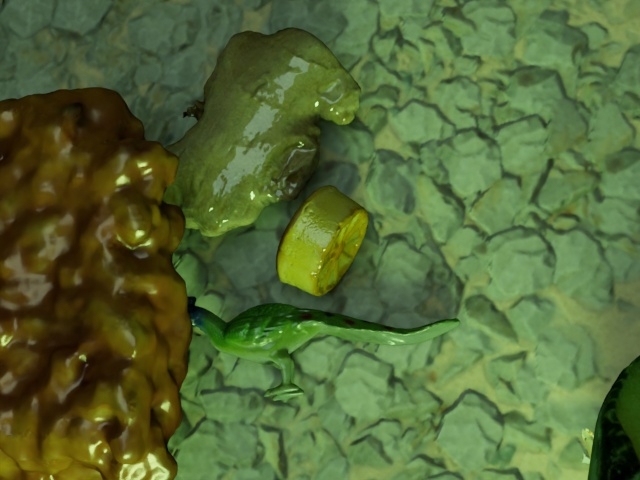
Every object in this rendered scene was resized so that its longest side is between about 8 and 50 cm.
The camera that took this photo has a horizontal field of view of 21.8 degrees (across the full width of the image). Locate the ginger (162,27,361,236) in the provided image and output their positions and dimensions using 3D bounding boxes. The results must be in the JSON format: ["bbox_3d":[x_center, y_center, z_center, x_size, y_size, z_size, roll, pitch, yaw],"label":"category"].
[{"bbox_3d":[-0.068,-0.069,1.301,0.213,0.074,0.137,-47,55,-5],"label":"ginger"}]

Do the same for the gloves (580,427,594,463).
[{"bbox_3d":[0.263,0.168,1.171,0.153,0.070,0.114,-4,68,5],"label":"gloves"}]

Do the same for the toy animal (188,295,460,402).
[{"bbox_3d":[-0.005,0.087,1.269,0.217,0.041,0.075,4,76,9],"label":"toy animal"}]

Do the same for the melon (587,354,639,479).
[{"bbox_3d":[0.318,0.169,1.032,0.344,0.226,0.331,13,93,-7],"label":"melon"}]

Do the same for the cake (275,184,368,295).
[{"bbox_3d":[0.000,0.000,1.266,0.044,0.084,0.084,28,85,15],"label":"cake"}]

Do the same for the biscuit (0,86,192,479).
[{"bbox_3d":[-0.243,0.042,1.273,0.312,0.110,0.318,-4,79,26],"label":"biscuit"}]
